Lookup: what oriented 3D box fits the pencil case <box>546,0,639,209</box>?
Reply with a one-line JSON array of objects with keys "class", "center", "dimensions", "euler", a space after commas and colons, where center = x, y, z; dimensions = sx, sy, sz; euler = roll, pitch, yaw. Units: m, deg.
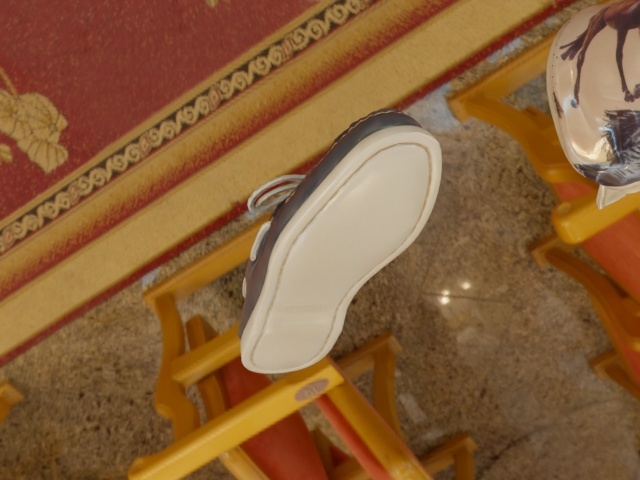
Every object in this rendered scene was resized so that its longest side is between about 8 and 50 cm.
[{"class": "pencil case", "center": [0.383, -0.120, 0.538], "dimensions": [0.160, 0.410, 0.183], "euler": [-35, 112, -32]}]

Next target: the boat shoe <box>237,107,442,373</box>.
[{"class": "boat shoe", "center": [0.000, 0.000, 0.488], "dimensions": [0.095, 0.079, 0.254], "euler": [-2, 144, -19]}]
